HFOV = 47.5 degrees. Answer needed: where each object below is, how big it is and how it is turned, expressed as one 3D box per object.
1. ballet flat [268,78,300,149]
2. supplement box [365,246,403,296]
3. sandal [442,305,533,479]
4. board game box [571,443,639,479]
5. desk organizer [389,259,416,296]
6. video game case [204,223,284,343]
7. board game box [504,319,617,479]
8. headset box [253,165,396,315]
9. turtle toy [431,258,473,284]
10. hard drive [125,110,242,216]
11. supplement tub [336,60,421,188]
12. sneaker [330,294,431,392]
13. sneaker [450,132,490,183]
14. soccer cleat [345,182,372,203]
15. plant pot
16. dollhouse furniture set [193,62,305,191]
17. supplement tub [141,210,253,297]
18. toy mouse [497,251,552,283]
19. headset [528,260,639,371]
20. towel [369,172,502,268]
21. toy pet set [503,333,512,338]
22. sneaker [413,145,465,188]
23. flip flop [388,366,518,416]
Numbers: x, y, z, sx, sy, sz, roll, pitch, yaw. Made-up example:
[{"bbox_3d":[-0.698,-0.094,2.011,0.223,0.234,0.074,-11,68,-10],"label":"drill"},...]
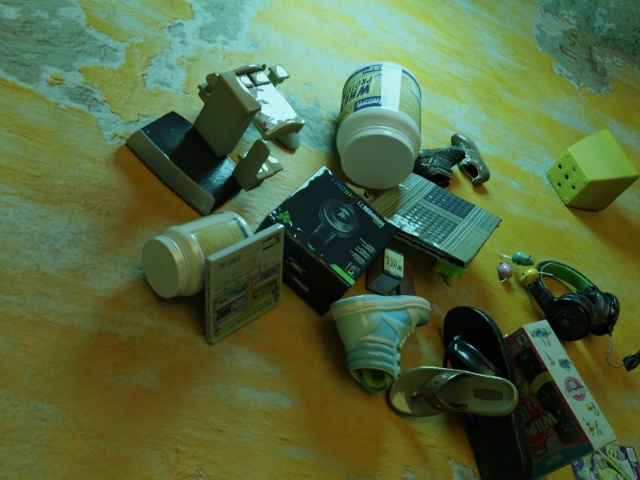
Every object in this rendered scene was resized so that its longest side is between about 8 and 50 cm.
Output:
[{"bbox_3d":[-0.107,-0.341,1.940,0.072,0.068,0.213,-12,64,-41],"label":"ballet flat"},{"bbox_3d":[0.157,0.076,1.777,0.056,0.083,0.083,24,46,-19],"label":"supplement box"},{"bbox_3d":[0.360,0.339,1.646,0.107,0.167,0.445,12,51,-33],"label":"sandal"},{"bbox_3d":[0.726,0.659,1.742,0.208,0.056,0.346,18,47,-29],"label":"board game box"},{"bbox_3d":[0.201,0.110,1.810,0.050,0.047,0.130,19,47,-26],"label":"desk organizer"},{"bbox_3d":[-0.153,0.085,1.484,0.023,0.193,0.212,23,33,31],"label":"video game case"},{"bbox_3d":[0.496,0.372,1.678,0.098,0.224,0.303,-7,60,-40],"label":"board game box"},{"bbox_3d":[0.000,0.000,1.692,0.246,0.131,0.283,43,43,2],"label":"headset box"},{"bbox_3d":[0.341,0.048,1.939,0.130,0.095,0.066,38,23,-3],"label":"turtle toy"},{"bbox_3d":[-0.303,-0.187,1.682,0.255,0.054,0.172,43,43,2],"label":"hard drive"},{"bbox_3d":[0.163,-0.317,1.997,0.228,0.228,0.316,24,45,-18],"label":"supplement tub"},{"bbox_3d":[0.153,0.233,1.637,0.319,0.127,0.208,5,69,-46],"label":"sneaker"},{"bbox_3d":[0.462,-0.261,2.286,0.071,0.066,0.188,-17,67,-42],"label":"sneaker"},{"bbox_3d":[0.102,-0.130,1.942,0.083,0.035,0.029,39,43,-3],"label":"soccer cleat"},{"bbox_3d":[0.913,-0.231,2.499,0.187,0.212,0.212,-11,63,-27],"label":"plant pot"},{"bbox_3d":[-0.106,-0.324,1.758,0.356,0.174,0.303,-28,76,-43],"label":"dollhouse furniture set"},{"bbox_3d":[-0.246,0.029,1.481,0.200,0.144,0.144,-21,70,-44],"label":"supplement tub"},{"bbox_3d":[0.558,0.069,2.078,0.161,0.031,0.143,-18,44,-15],"label":"toy mouse"},{"bbox_3d":[0.762,0.192,2.045,0.244,0.185,0.394,-2,46,-36],"label":"headset"},{"bbox_3d":[0.299,-0.054,1.944,0.312,0.056,0.324,30,35,17],"label":"towel"},{"bbox_3d":[0.496,0.307,1.871,0.114,0.065,0.122,6,39,13],"label":"toy pet set"},{"bbox_3d":[0.365,-0.211,2.165,0.228,0.087,0.130,-13,71,-43],"label":"sneaker"},{"bbox_3d":[0.283,0.329,1.566,0.277,0.080,0.112,2,75,16],"label":"flip flop"}]
